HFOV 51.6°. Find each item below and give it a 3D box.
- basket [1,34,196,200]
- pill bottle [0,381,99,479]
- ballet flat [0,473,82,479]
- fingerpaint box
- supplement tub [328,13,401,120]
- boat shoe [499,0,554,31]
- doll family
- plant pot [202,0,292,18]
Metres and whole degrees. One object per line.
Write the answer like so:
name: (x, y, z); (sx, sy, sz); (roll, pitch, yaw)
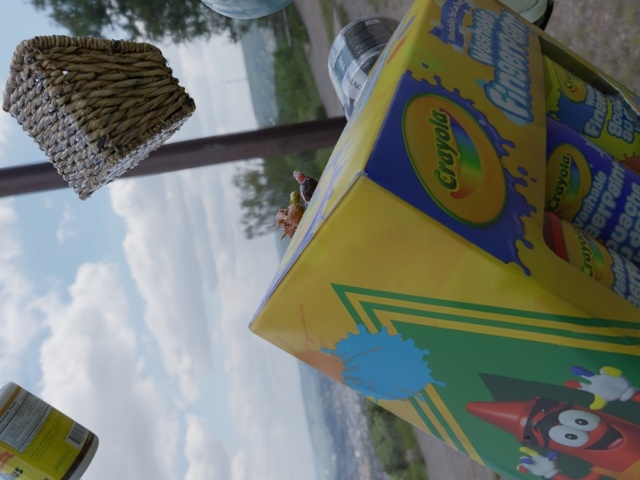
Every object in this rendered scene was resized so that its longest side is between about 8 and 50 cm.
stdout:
basket: (-0.361, -0.233, 1.099); (0.223, 0.213, 0.299); (53, 152, -10)
pill bottle: (-0.459, 0.297, 1.013); (0.215, 0.117, 0.117); (39, -171, -15)
ballet flat: (-0.571, 0.535, 1.426); (0.123, 0.123, 0.348); (-104, 1, -53)
fingerpaint box: (0.193, -0.024, 0.576); (0.163, 0.371, 0.444); (-54, 8, 38)
supplement tub: (0.125, -0.295, 1.241); (0.316, 0.194, 0.193); (-102, 3, -59)
boat shoe: (0.322, -0.420, 1.079); (0.113, 0.127, 0.340); (66, -156, -47)
doll family: (0.000, 0.000, 1.211); (0.263, 0.118, 0.163); (53, 178, 2)
plant pot: (-0.150, -0.522, 1.032); (0.196, 0.293, 0.293); (1, -103, -65)
